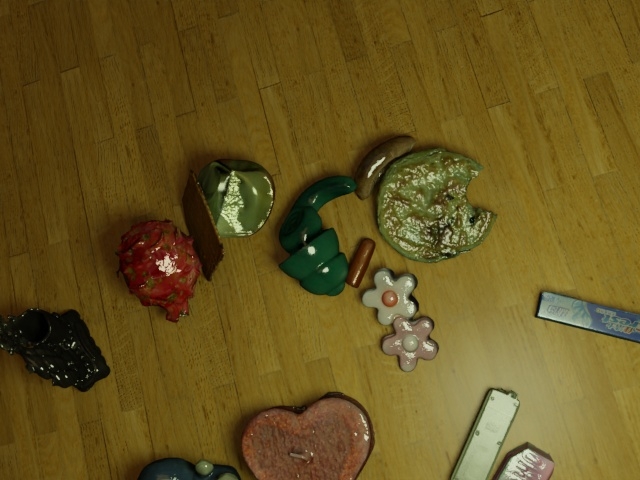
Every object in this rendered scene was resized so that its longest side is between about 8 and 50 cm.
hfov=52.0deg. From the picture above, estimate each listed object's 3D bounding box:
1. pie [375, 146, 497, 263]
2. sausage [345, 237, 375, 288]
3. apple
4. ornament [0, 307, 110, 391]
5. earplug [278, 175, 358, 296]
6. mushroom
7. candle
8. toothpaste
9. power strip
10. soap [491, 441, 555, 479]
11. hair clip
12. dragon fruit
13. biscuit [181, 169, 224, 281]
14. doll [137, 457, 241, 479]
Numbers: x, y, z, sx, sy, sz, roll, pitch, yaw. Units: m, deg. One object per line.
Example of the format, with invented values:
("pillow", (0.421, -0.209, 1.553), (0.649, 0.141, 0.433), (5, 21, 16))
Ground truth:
("pie", (0.278, -0.087, 1.624), (0.302, 0.067, 0.303), (0, 90, 4))
("sausage", (0.101, 0.055, 1.654), (0.039, 0.041, 0.131), (18, 82, 35))
("apple", (-0.218, -0.107, 1.677), (0.207, 0.174, 0.189), (13, 109, 7))
("ornament", (-0.679, 0.276, 1.642), (0.106, 0.260, 0.251), (-39, 77, 7))
("earplug", (0.002, 0.000, 1.644), (0.257, 0.164, 0.280), (-26, 87, -28))
("mushroom", (0.153, -0.200, 1.671), (0.072, 0.094, 0.210), (42, 93, 11))
("candle", (-0.028, 0.517, 1.548), (0.316, 0.131, 0.287), (-10, 81, 9))
("toothpaste", (0.646, 0.183, 1.528), (0.272, 0.053, 0.066), (14, 82, 12))
("power strip", (0.381, 0.469, 1.522), (0.078, 0.052, 0.272), (24, 85, 13))
("soap", (0.462, 0.535, 1.493), (0.100, 0.056, 0.149), (32, 87, 12))
("hair clip", (0.195, 0.190, 1.601), (0.146, 0.075, 0.257), (-21, 81, 1))
("dragon fruit", (-0.399, 0.075, 1.665), (0.205, 0.210, 0.268), (-22, 98, -1))
("biscuit", (-0.303, -0.033, 1.661), (0.013, 0.232, 0.237), (-16, 74, -25))
("doll", (-0.313, 0.600, 1.560), (0.258, 0.154, 0.228), (0, 117, -1))
